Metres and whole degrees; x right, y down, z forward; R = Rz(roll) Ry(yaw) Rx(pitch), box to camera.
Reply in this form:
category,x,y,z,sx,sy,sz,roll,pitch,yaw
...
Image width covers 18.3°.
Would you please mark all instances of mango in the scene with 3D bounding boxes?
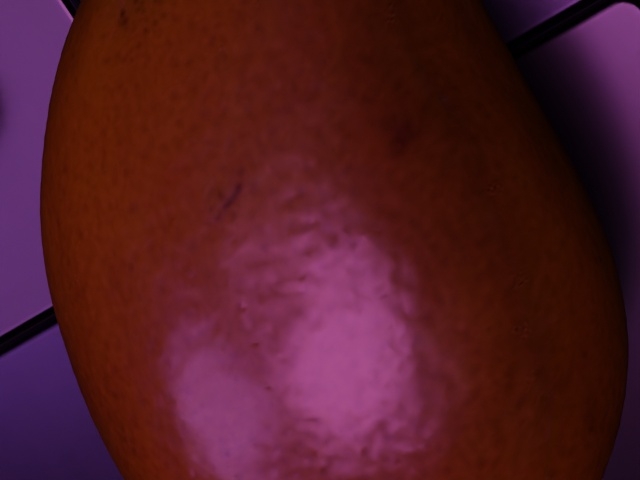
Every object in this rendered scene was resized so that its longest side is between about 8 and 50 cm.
category,x,y,z,sx,sy,sz,roll,pitch,yaw
mango,0.000,0.000,0.929,0.263,0.221,0.378,-10,98,18
